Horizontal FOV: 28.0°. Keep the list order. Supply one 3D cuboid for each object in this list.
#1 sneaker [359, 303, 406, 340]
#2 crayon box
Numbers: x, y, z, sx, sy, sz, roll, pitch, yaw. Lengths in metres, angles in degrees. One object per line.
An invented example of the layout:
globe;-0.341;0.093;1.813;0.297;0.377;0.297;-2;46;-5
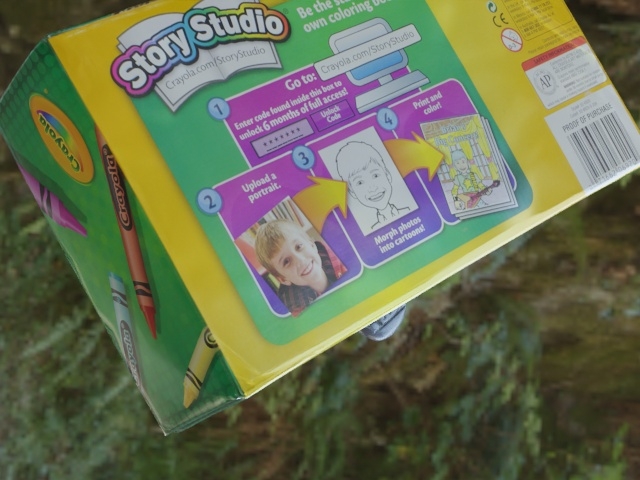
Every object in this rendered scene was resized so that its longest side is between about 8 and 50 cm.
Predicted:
sneaker;0.000;0.000;0.791;0.053;0.144;0.059;-35;-177;-40
crayon box;0.012;-0.049;0.604;0.165;0.278;0.081;61;-34;3
